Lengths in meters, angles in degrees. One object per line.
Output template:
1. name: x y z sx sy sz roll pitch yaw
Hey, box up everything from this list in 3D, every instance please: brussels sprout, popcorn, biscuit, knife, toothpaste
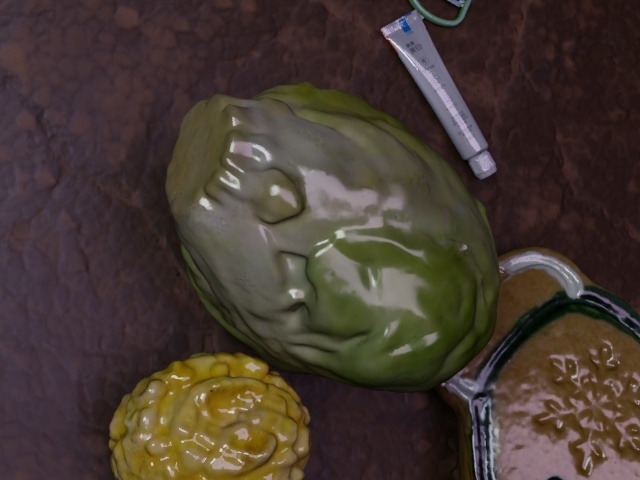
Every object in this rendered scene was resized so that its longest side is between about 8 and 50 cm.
1. brussels sprout: 0.003 0.000 0.867 0.317 0.274 0.242 35 95 -12
2. popcorn: -0.098 0.172 0.867 0.180 0.170 0.180 -21 132 -25
3. biscuit: 0.247 0.183 1.013 0.287 0.057 0.344 -41 82 -18
4. knife: 0.063 -0.279 1.053 0.212 0.015 0.054 25 84 -20
5. toothpaste: 0.130 -0.150 1.062 0.048 0.031 0.190 -32 95 -15
